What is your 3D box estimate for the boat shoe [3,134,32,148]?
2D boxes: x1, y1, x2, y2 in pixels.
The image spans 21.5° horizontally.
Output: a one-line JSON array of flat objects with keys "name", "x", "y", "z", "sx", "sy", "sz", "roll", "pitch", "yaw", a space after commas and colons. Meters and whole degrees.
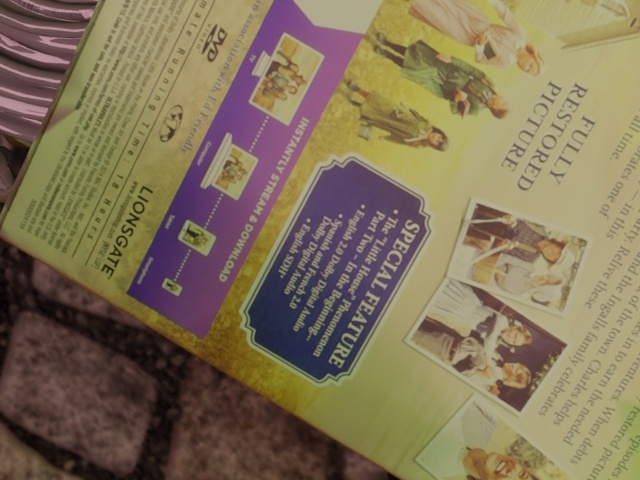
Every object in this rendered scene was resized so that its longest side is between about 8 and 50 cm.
[{"name": "boat shoe", "x": -0.142, "y": -0.154, "z": 0.934, "sx": 0.073, "sy": 0.080, "sz": 0.223, "roll": 8, "pitch": 117, "yaw": 13}]

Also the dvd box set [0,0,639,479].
[{"name": "dvd box set", "x": 0.097, "y": -0.029, "z": 0.742, "sx": 0.420, "sy": 0.062, "sz": 0.307, "roll": 30, "pitch": 110, "yaw": 6}]

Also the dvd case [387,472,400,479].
[{"name": "dvd case", "x": 0.138, "y": 0.094, "z": 0.812, "sx": 0.221, "sy": 0.018, "sz": 0.164, "roll": 0, "pitch": 106, "yaw": 17}]

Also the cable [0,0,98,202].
[{"name": "cable", "x": -0.116, "y": -0.175, "z": 0.833, "sx": 0.257, "sy": 0.089, "sz": 0.257, "roll": -31, "pitch": 104, "yaw": 13}]
